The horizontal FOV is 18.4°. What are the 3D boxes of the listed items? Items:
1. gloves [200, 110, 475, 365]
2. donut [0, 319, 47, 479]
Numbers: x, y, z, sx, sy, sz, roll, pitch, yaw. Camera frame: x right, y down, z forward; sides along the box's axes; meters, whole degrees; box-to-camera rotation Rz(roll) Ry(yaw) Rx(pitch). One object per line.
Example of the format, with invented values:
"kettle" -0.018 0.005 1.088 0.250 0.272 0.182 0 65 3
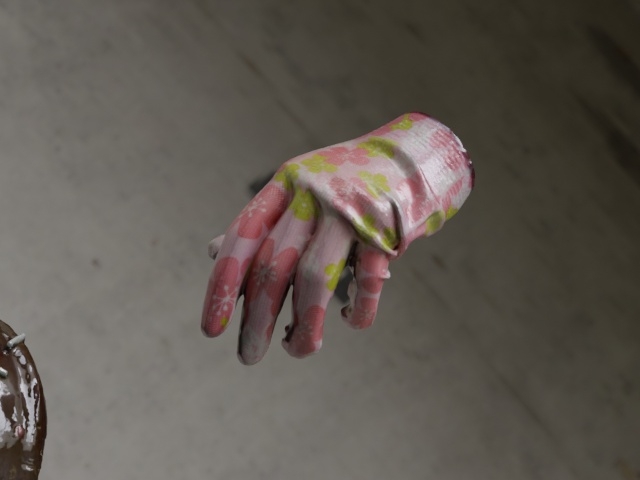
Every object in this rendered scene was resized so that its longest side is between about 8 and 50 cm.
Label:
"gloves" 0.001 -0.007 1.563 0.145 0.241 0.126 44 -27 25
"donut" -0.344 0.174 1.673 0.103 0.270 0.269 23 30 -50
